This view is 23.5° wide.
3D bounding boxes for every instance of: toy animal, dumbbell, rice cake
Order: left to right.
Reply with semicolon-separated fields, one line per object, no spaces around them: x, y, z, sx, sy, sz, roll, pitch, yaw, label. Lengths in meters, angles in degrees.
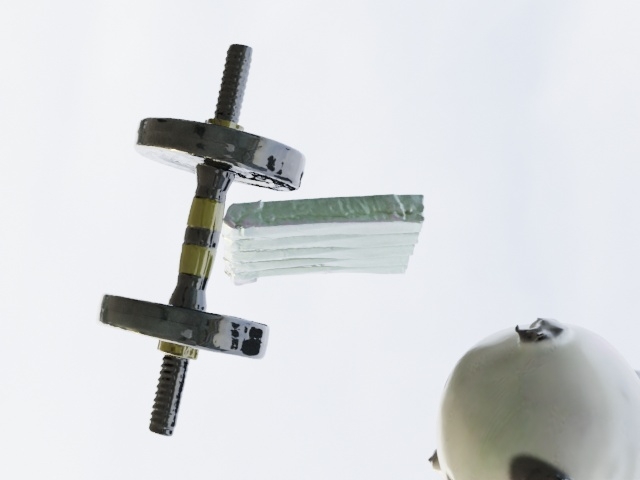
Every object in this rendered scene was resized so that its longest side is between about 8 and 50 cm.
-0.098;-0.001;1.258;0.143;0.143;0.325;8;-95;43;dumbbell
0.000;0.000;1.533;0.198;0.189;0.037;-6;-110;-6;rice cake
0.233;0.198;1.377;0.251;0.310;0.251;-16;-120;30;toy animal
